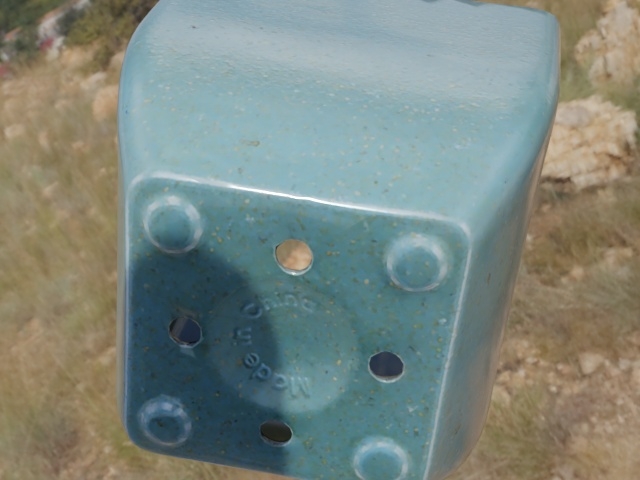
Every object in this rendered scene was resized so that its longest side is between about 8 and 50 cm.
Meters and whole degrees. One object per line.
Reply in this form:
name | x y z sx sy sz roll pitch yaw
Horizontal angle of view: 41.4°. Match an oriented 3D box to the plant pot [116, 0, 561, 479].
plant pot | 0.000 0.000 0.479 0.247 0.247 0.252 9 25 5
